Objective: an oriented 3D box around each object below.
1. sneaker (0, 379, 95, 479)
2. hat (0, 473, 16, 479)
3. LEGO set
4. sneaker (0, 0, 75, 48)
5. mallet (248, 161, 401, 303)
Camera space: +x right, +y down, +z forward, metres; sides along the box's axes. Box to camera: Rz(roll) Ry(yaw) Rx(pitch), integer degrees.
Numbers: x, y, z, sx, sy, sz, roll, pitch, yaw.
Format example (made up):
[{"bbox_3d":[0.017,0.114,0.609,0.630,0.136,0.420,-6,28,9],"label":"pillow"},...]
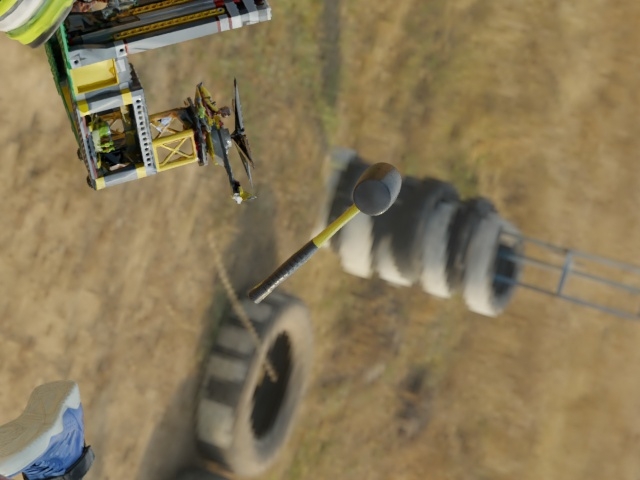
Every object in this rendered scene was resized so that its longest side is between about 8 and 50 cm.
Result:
[{"bbox_3d":[-0.227,0.180,1.197,0.152,0.058,0.085,-68,149,-72],"label":"sneaker"},{"bbox_3d":[-0.020,0.129,0.636,0.208,0.184,0.173,-24,-178,-25],"label":"hat"},{"bbox_3d":[-0.131,-0.205,1.204,0.255,0.192,0.331,-119,-163,-47],"label":"LEGO set"},{"bbox_3d":[-0.176,-0.270,0.864,0.121,0.111,0.300,12,97,-34],"label":"sneaker"},{"bbox_3d":[0.000,0.000,1.374,0.189,0.039,0.062,-42,-175,14],"label":"mallet"}]
